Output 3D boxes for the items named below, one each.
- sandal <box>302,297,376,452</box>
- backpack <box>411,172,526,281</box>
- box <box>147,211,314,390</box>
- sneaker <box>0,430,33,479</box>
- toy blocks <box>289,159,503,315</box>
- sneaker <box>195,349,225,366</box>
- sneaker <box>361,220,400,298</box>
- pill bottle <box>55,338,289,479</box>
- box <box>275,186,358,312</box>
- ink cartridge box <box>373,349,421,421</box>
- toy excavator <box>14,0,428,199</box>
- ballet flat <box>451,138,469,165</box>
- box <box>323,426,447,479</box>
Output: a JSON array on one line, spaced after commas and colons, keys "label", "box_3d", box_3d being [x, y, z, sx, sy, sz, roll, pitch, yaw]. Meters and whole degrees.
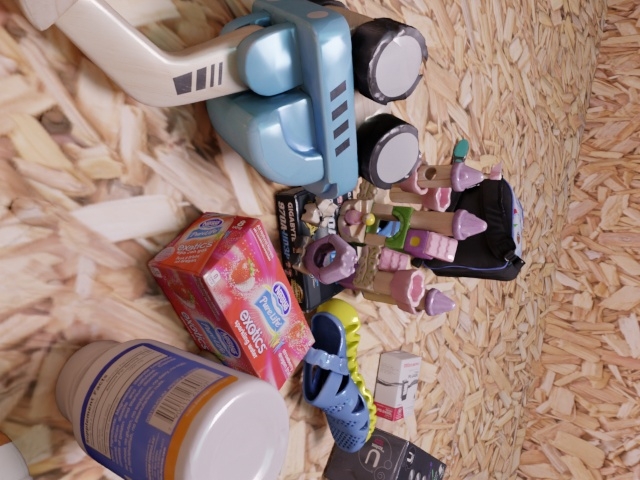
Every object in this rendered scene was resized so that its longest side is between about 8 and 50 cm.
[{"label": "sandal", "box_3d": [0.016, 0.277, 1.033, 0.138, 0.126, 0.318, -28, 111, -43]}, {"label": "backpack", "box_3d": [0.400, -0.031, 1.369, 0.213, 0.276, 0.264, 31, 66, -56]}, {"label": "box", "box_3d": [-0.122, 0.098, 0.797, 0.128, 0.122, 0.257, -49, 133, -37]}, {"label": "sneaker", "box_3d": [-0.425, 0.265, 0.476, 0.290, 0.106, 0.123, -25, 81, -39]}, {"label": "toy blocks", "box_3d": [0.164, -0.022, 0.952, 0.309, 0.260, 0.289, 30, 72, -51]}, {"label": "sneaker", "box_3d": [-0.168, 0.267, 0.816, 0.086, 0.064, 0.192, -47, 135, -44]}, {"label": "sneaker", "box_3d": [0.124, 0.025, 1.170, 0.082, 0.069, 0.209, 32, 74, -26]}, {"label": "pill bottle", "box_3d": [-0.182, 0.200, 0.612, 0.152, 0.271, 0.153, -13, 106, -51]}, {"label": "box", "box_3d": [0.000, 0.000, 1.000, 0.175, 0.051, 0.221, -25, 116, -48]}, {"label": "ink cartridge box", "box_3d": [0.189, 0.353, 1.313, 0.109, 0.063, 0.151, 9, 90, -53]}, {"label": "toy excavator", "box_3d": [-0.097, -0.210, 0.704, 0.445, 0.222, 0.433, -28, 134, -22]}, {"label": "ballet flat", "box_3d": [0.384, -0.225, 1.486, 0.041, 0.041, 0.115, 29, 74, -52]}, {"label": "box", "box_3d": [0.156, 0.524, 1.217, 0.270, 0.165, 0.143, 47, 61, -47]}]
